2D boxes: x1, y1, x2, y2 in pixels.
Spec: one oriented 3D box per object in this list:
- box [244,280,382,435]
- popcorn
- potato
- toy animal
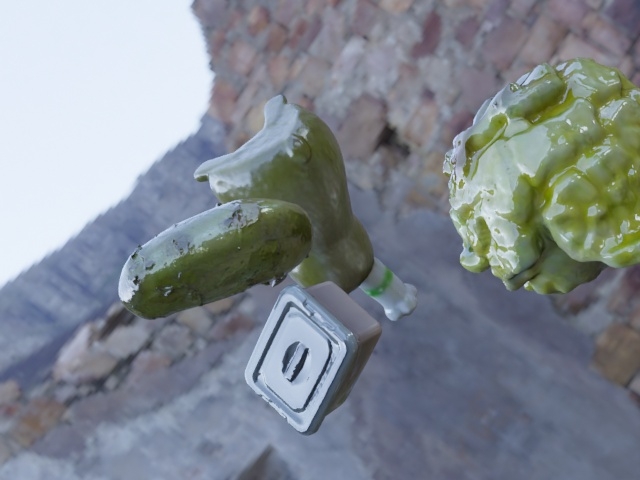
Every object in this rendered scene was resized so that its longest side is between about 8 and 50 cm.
[{"bbox_3d":[-0.004,0.099,1.199,0.062,0.089,0.122,-21,-36,-49],"label":"box"},{"bbox_3d":[0.255,-0.060,1.479,0.293,0.237,0.293,-51,5,6],"label":"popcorn"},{"bbox_3d":[-0.093,0.012,1.218,0.188,0.085,0.105,-24,-26,-11],"label":"potato"},{"bbox_3d":[-0.016,-0.009,1.819,0.181,0.180,0.363,-45,-49,-28],"label":"toy animal"}]
